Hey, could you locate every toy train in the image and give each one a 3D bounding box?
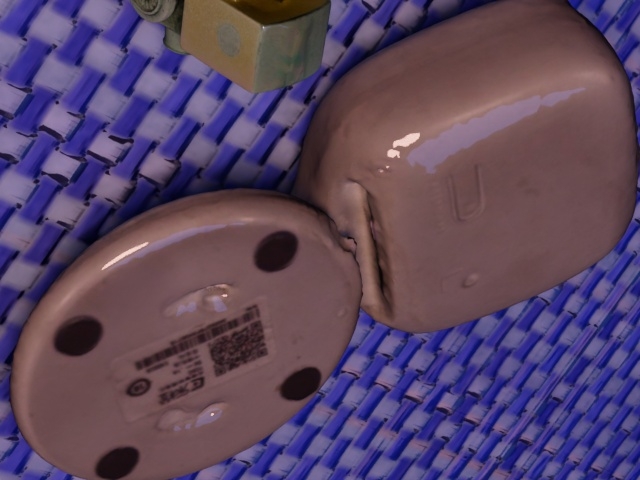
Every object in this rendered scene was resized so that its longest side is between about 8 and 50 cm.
[{"bbox_3d":[-0.031,-0.114,0.702,0.050,0.081,0.122,-24,137,-39],"label":"toy train"}]

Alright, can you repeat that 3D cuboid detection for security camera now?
[{"bbox_3d":[0.000,0.000,0.843,0.301,0.080,0.157,-26,141,-13],"label":"security camera"}]
